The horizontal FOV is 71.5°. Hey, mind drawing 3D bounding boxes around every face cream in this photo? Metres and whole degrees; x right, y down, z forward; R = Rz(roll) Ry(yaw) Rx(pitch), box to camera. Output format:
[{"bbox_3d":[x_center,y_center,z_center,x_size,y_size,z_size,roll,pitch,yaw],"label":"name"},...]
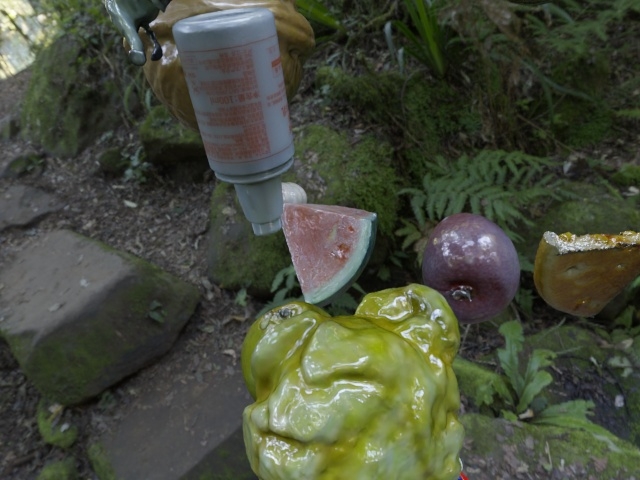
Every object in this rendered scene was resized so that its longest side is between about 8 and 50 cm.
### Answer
[{"bbox_3d":[-0.080,-0.113,0.495,0.101,0.252,0.101,-6,32,4],"label":"face cream"}]

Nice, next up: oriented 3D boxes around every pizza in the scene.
[{"bbox_3d":[0.300,0.027,0.490,0.131,0.178,0.041,-43,37,27],"label":"pizza"}]

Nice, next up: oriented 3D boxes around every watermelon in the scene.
[{"bbox_3d":[0.023,0.026,1.223,0.283,0.292,0.250,-59,24,22],"label":"watermelon"}]

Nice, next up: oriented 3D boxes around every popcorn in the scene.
[{"bbox_3d":[0.066,0.236,0.626,0.293,0.293,0.334,42,34,26],"label":"popcorn"}]

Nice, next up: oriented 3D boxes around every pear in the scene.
[{"bbox_3d":[-0.056,0.286,1.060,0.268,0.322,0.269,0,31,0],"label":"pear"}]

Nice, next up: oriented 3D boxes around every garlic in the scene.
[{"bbox_3d":[-0.164,-0.177,1.570,0.199,0.226,0.199,-25,-4,-2],"label":"garlic"}]

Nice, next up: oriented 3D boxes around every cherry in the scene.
[{"bbox_3d":[0.356,0.058,1.073,0.220,0.262,0.308,-5,30,10],"label":"cherry"}]

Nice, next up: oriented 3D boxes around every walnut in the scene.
[{"bbox_3d":[-0.157,-0.318,0.716,0.332,0.333,0.333,-20,34,14],"label":"walnut"}]

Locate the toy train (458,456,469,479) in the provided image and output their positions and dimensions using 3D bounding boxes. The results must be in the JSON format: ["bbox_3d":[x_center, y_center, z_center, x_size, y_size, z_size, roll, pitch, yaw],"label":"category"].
[{"bbox_3d":[0.222,0.456,0.949,0.083,0.131,0.204,-44,68,31],"label":"toy train"}]

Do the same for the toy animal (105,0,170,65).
[{"bbox_3d":[-0.205,-0.290,0.434,0.073,0.217,0.176,-22,32,-14],"label":"toy animal"}]

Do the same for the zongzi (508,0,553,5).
[{"bbox_3d":[0.413,-0.417,0.623,0.174,0.356,0.394,-14,73,-11],"label":"zongzi"}]
